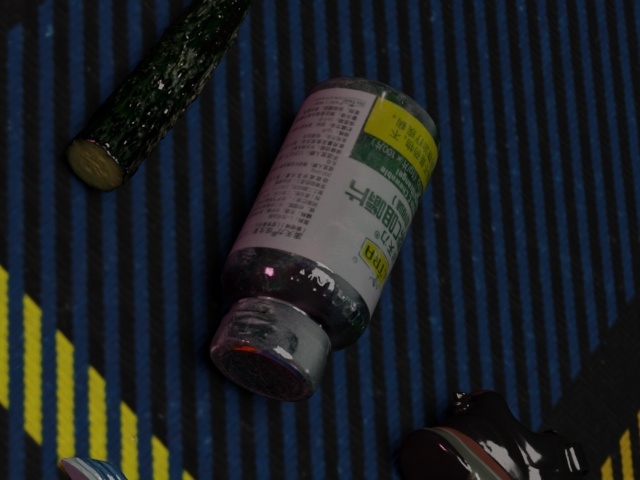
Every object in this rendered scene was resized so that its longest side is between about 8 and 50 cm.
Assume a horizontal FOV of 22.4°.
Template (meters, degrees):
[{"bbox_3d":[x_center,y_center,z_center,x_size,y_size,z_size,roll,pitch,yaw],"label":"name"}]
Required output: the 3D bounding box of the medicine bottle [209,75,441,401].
[{"bbox_3d":[0.000,0.000,1.473,0.141,0.141,0.293,36,60,-19],"label":"medicine bottle"}]

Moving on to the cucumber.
[{"bbox_3d":[-0.130,-0.162,1.485,0.067,0.067,0.293,44,55,-15],"label":"cucumber"}]

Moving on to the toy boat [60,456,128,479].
[{"bbox_3d":[-0.200,0.251,1.332,0.105,0.034,0.149,39,58,-15],"label":"toy boat"}]

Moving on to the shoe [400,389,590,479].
[{"bbox_3d":[0.207,0.254,1.557,0.291,0.114,0.137,45,52,-10],"label":"shoe"}]
